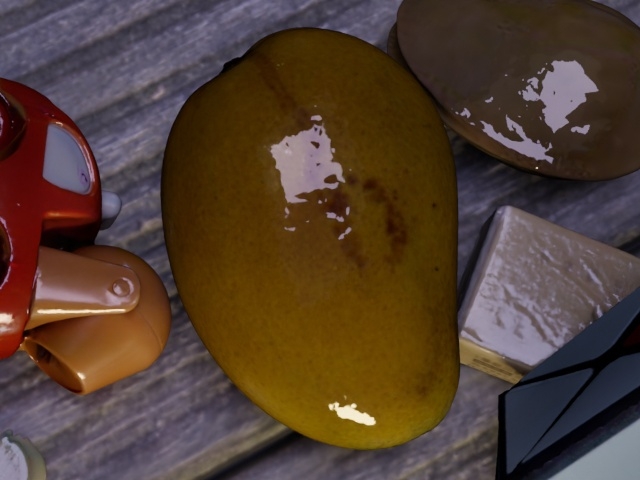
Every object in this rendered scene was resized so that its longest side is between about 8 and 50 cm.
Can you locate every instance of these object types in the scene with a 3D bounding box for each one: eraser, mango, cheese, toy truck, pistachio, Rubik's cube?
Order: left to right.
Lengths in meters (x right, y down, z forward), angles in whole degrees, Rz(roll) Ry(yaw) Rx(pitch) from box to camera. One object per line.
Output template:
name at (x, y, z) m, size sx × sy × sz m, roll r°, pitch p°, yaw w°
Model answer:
cheese at (-0.312, 0.231, 1.583) m, size 0.171 × 0.047 × 0.092 m, roll -34°, pitch 80°, yaw -14°
toy truck at (-0.242, -0.002, 1.594) m, size 0.239 × 0.189 × 0.264 m, roll 8°, pitch 73°, yaw -15°
mango at (0.000, 0.000, 1.603) m, size 0.264 × 0.221 × 0.378 m, roll -15°, pitch 85°, yaw -14°
pistachio at (0.188, -0.144, 1.696) m, size 0.261 × 0.162 × 0.212 m, roll 10°, pitch 40°, yaw -2°
eraser at (0.291, 0.096, 1.681) m, size 0.343 × 0.078 × 0.144 m, roll 21°, pitch 74°, yaw -1°
Rubik's cube at (0.308, 0.185, 1.508) m, size 0.248 × 0.250 × 0.246 m, roll -39°, pitch 98°, yaw 16°
